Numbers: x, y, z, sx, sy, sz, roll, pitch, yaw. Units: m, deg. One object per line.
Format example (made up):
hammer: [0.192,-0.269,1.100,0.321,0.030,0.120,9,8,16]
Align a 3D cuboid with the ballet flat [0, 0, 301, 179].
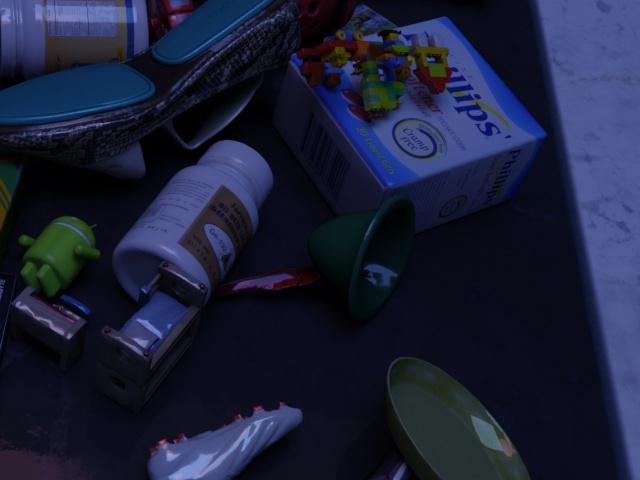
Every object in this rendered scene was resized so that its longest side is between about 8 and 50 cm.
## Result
ballet flat: [-0.218,-0.188,1.540,0.482,0.182,0.164,-31,41,-23]

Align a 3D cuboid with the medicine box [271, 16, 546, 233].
medicine box: [0.123,-0.160,1.649,0.289,0.149,0.263,-20,60,-28]

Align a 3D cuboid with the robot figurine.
robot figurine: [-0.325,0.017,1.425,0.101,0.067,0.115,6,45,27]

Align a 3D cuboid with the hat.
hat: [0.000,0.000,1.498,0.183,0.173,0.208,19,22,23]

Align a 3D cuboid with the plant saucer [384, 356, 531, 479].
plant saucer: [0.156,0.242,1.347,0.241,0.037,0.241,38,23,-19]

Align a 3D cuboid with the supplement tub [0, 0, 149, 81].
supplement tub: [-0.351,-0.292,1.613,0.199,0.144,0.144,-3,53,-18]

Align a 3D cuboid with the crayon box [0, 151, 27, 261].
crayon box: [-0.470,-0.011,1.332,0.202,0.081,0.318,10,32,-10]

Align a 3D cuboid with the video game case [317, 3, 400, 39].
video game case: [0.077,-0.322,1.825,0.119,0.015,0.166,-25,49,-31]

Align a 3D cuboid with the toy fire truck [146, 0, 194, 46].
toy fire truck: [-0.242,-0.344,1.692,0.047,0.192,0.135,-15,86,-25]

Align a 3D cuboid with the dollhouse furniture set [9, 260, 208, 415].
dollhouse furniture set: [-0.251,0.084,1.353,0.183,0.129,0.129,30,50,8]

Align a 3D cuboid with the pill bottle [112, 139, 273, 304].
pill bottle: [-0.154,-0.021,1.465,0.131,0.131,0.229,28,50,6]

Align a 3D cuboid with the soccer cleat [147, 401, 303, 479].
soccer cleat: [-0.104,0.245,1.318,0.196,0.068,0.076,-16,73,-26]

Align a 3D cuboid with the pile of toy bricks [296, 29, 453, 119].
pile of toy bricks: [0.073,-0.213,1.527,0.212,0.118,0.105,-6,82,-40]

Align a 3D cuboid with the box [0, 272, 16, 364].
box: [-0.454,0.125,1.311,0.175,0.051,0.220,8,51,-10]

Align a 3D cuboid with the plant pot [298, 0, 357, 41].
plant pot: [-0.051,-0.394,1.749,0.174,0.191,0.191,-20,61,-25]

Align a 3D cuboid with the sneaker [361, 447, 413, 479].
sneaker: [-0.019,0.303,1.268,0.162,0.106,0.281,32,51,14]
